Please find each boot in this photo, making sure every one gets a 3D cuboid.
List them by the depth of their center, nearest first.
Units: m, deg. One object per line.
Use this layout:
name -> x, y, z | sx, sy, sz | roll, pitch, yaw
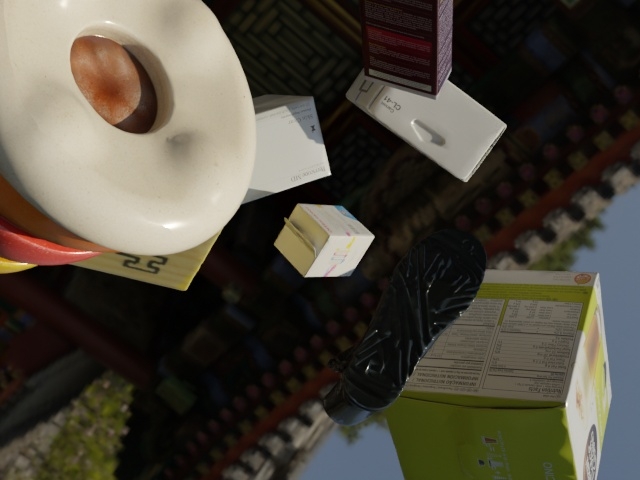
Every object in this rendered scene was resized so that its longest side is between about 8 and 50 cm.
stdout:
boot -> 0.092, 0.108, 1.336 | 0.246, 0.094, 0.207 | -56, 179, -14

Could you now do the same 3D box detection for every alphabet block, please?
alphabet block -> -0.261, -0.066, 1.659 | 0.193, 0.197, 0.192 | 126, -29, -45

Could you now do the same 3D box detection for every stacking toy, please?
stacking toy -> -0.335, -0.083, 1.194 | 0.480, 0.350, 0.350 | -26, -150, 39

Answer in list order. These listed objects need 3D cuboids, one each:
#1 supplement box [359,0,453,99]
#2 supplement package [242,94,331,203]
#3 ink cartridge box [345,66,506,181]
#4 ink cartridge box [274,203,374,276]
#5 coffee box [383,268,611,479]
supplement box -> 0.132, -0.333, 1.699 | 0.239, 0.130, 0.073 | 82, 31, -57
supplement package -> -0.151, -0.153, 1.952 | 0.262, 0.145, 0.204 | -20, -163, -22
ink cartridge box -> 0.184, -0.238, 2.019 | 0.131, 0.226, 0.306 | -54, -168, 5
ink cartridge box -> 0.000, 0.000, 1.869 | 0.092, 0.143, 0.090 | 45, -64, 31
coffee box -> 0.337, 0.283, 2.055 | 0.338, 0.337, 0.334 | 1, -140, 24
